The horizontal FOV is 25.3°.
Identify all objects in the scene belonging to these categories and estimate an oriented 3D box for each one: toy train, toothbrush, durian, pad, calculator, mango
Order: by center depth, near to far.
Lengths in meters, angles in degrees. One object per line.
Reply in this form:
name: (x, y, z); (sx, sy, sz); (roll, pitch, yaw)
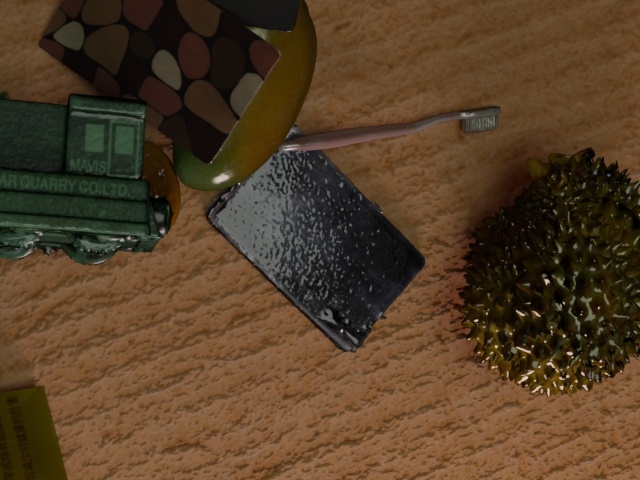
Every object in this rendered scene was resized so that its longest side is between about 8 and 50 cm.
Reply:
toy train: (-0.318, -0.070, 1.502); (0.330, 0.138, 0.178); (5, 82, -12)
pad: (-0.068, -0.304, 1.515); (0.112, 0.003, 0.157); (7, 112, -13)
pad: (-0.176, -0.207, 1.546); (0.235, 0.003, 0.158); (35, 113, 1)
mango: (-0.089, -0.174, 1.608); (0.156, 0.114, 0.251); (11, 93, -35)
mango: (-0.198, -0.057, 1.616); (0.079, 0.057, 0.114); (-8, 92, -15)
calculator: (0.000, 0.000, 1.717); (0.161, 0.021, 0.261); (-47, 111, -10)
toothbrush: (0.087, -0.129, 1.719); (0.307, 0.025, 0.029); (-11, 108, -25)
durian: (0.306, 0.047, 1.732); (0.258, 0.258, 0.293); (24, 77, -22)

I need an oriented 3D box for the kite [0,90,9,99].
kite: (-0.436, -0.073, 1.544); (0.285, 0.015, 0.152); (-38, 111, -10)

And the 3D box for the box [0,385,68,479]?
box: (-0.417, 0.246, 1.526); (0.279, 0.153, 0.041); (-8, 143, -20)
